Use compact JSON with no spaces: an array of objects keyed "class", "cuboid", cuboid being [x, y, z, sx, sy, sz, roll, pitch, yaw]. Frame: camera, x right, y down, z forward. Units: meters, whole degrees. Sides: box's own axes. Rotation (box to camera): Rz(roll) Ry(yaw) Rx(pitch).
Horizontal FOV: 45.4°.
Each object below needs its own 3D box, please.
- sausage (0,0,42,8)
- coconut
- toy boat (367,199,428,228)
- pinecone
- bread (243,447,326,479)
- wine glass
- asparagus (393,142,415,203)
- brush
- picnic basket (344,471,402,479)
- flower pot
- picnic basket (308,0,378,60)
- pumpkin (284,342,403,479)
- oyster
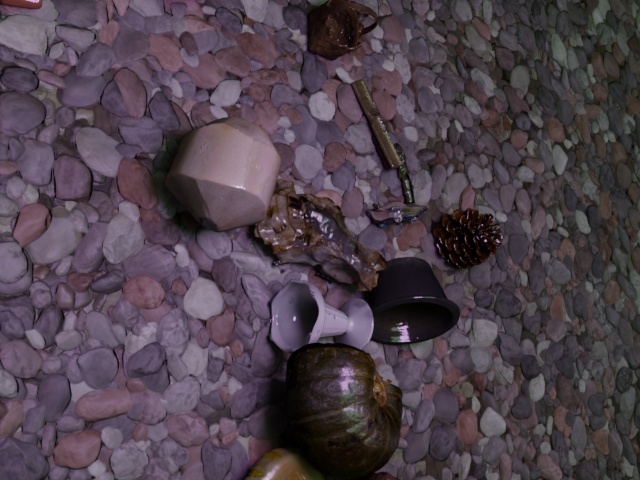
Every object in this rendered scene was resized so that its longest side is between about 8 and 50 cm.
[{"class":"sausage","cuboid":[-0.576,-0.465,1.467,0.083,0.034,0.034,-2,81,-38]},{"class":"coconut","cuboid":[-0.198,-0.124,1.563,0.241,0.241,0.241,9,75,-35]},{"class":"toy boat","cuboid":[0.209,-0.072,1.941,0.210,0.084,0.066,-8,90,-47]},{"class":"pinecone","cuboid":[0.399,-0.011,2.005,0.163,0.165,0.162,12,71,-39]},{"class":"bread","cuboid":[-0.073,0.534,1.575,0.214,0.105,0.213,12,69,-35]},{"class":"wine glass","cuboid":[0.007,0.174,1.685,0.197,0.165,0.164,11,74,-39]},{"class":"asparagus","cuboid":[0.216,-0.175,1.991,0.036,0.030,0.165,-15,89,-27]},{"class":"brush","cuboid":[0.139,-0.295,1.961,0.043,0.036,0.247,-23,87,-42]},{"class":"picnic basket","cuboid":[0.144,0.683,1.574,0.338,0.293,0.337,8,68,-20]},{"class":"flower pot","cuboid":[0.204,0.133,1.819,0.235,0.235,0.148,17,51,-33]},{"class":"picnic basket","cuboid":[0.059,-0.530,1.858,0.128,0.179,0.137,10,74,-35]},{"class":"pumpkin","cuboid":[0.031,0.378,1.599,0.325,0.242,0.232,48,41,-38]},{"class":"oyster","cuboid":[-0.003,0.006,1.730,0.337,0.133,0.197,42,66,-17]}]
